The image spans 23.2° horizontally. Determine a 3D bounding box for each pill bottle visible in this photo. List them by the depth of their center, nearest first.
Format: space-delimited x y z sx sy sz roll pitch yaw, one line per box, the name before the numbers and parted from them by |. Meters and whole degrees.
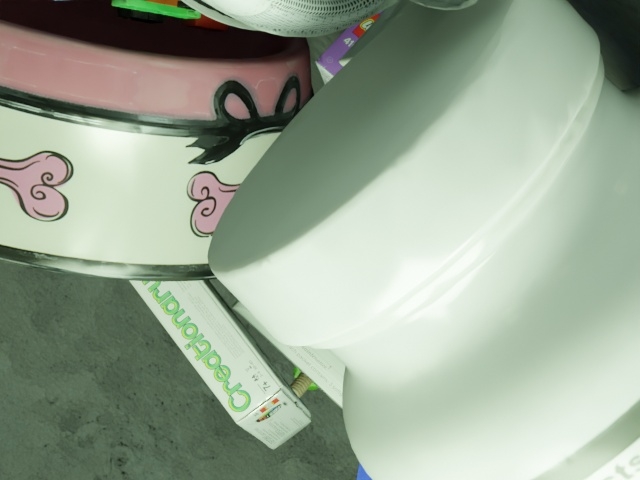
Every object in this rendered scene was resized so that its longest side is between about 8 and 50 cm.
pill bottle | 0.142 0.069 0.648 0.363 0.210 0.210 44 176 -15

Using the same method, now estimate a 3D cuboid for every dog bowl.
dog bowl | -0.188 -0.121 1.169 0.408 0.150 0.408 14 -161 -5

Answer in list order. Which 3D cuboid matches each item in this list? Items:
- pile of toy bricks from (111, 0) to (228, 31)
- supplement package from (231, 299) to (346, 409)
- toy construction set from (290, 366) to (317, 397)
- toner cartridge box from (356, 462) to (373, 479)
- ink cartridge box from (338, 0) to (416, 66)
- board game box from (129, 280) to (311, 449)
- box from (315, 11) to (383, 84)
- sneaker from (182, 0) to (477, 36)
pile of toy bricks | -0.101 -0.199 1.004 0.118 0.105 0.212 6 -178 42
supplement package | 0.059 0.052 1.404 0.194 0.203 0.149 42 176 1
toy construction set | 0.000 0.000 1.689 0.309 0.257 0.237 59 -143 -12
toner cartridge box | 0.147 0.137 1.050 0.075 0.165 0.348 4 168 32
ink cartridge box | 0.102 -0.053 0.809 0.181 0.061 0.104 43 177 -11
board game box | -0.127 0.043 1.382 0.305 0.053 0.193 51 177 16
box | 0.105 -0.033 1.055 0.201 0.057 0.293 42 176 13
sneaker | -0.085 -0.202 0.557 0.366 0.137 0.210 39 178 -26
